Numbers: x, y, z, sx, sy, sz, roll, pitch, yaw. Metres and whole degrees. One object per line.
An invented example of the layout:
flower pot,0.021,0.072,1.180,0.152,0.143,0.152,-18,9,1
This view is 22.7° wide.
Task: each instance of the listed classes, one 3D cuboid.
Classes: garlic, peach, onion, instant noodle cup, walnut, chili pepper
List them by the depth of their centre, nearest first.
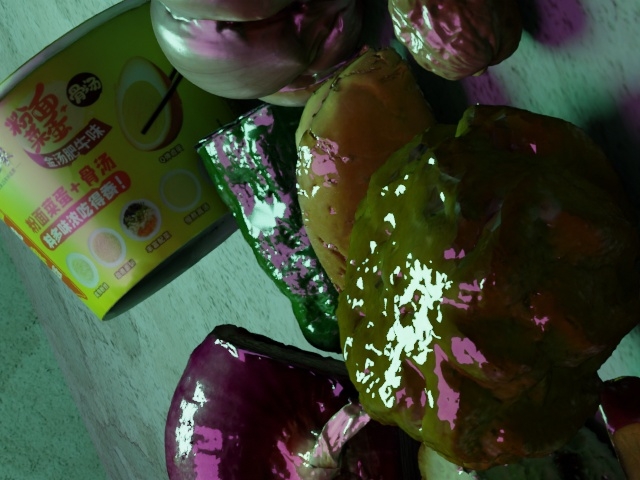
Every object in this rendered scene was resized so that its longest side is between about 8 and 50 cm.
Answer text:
walnut,0.088,-0.153,1.062,0.096,0.079,0.082,56,157,16
peach,0.223,0.134,1.120,0.077,0.050,0.083,18,-126,-85
garlic,-0.059,-0.186,1.279,0.191,0.160,0.214,52,155,43
chili pepper,0.000,0.000,1.440,0.270,0.136,0.099,60,-163,-6
onion,-0.020,0.210,1.450,0.256,0.272,0.230,17,98,30
instant noodle cup,-0.194,-0.073,1.588,0.221,0.311,0.311,52,159,4

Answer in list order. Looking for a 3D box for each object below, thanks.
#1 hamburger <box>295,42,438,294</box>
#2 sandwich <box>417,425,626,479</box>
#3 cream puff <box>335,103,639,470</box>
hamburger,0.052,-0.025,1.243,0.124,0.131,0.262,31,148,56
sandwich,0.203,0.285,1.248,0.325,0.131,0.262,52,156,36
cream puff,0.111,0.032,1.058,0.196,0.244,0.244,39,177,-35
